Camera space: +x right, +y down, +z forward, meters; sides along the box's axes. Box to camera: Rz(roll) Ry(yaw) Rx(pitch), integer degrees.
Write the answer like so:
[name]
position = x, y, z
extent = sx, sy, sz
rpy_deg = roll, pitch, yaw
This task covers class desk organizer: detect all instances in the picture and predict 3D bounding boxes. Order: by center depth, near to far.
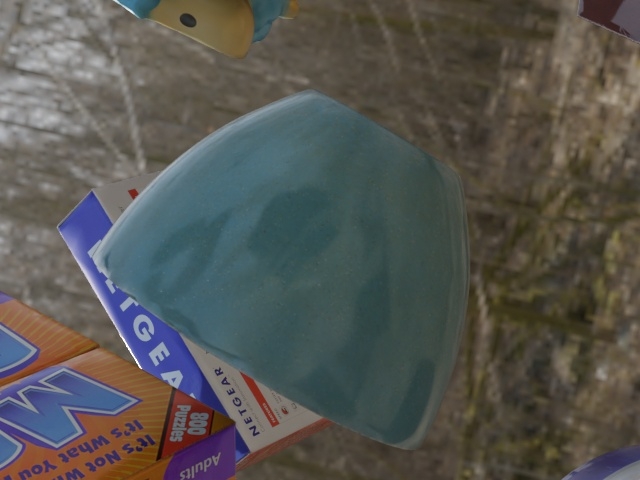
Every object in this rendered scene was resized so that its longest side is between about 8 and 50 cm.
[desk organizer]
position = 0.264, -0.186, 1.176
extent = 0.130, 0.047, 0.050
rpy_deg = 38, 134, 48

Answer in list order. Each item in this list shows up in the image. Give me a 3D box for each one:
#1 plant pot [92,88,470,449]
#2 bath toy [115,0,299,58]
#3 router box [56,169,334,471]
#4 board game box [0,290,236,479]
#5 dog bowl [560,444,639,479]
[plant pot]
position = 0.000, 0.000, 1.134
extent = 0.195, 0.290, 0.290
rpy_deg = -60, -2, 3
[bath toy]
position = 0.007, -0.264, 0.787
extent = 0.348, 0.129, 0.151
rpy_deg = -55, 39, 29
[router box]
position = -0.089, 0.068, 1.673
extent = 0.301, 0.335, 0.082
rpy_deg = -18, -18, -49
[board game box]
position = -0.315, 0.299, 1.239
extent = 0.356, 0.356, 0.356
rpy_deg = -22, -57, -41
[dog bowl]
position = 0.280, 0.293, 1.156
extent = 0.104, 0.265, 0.264
rpy_deg = 174, 109, -80
